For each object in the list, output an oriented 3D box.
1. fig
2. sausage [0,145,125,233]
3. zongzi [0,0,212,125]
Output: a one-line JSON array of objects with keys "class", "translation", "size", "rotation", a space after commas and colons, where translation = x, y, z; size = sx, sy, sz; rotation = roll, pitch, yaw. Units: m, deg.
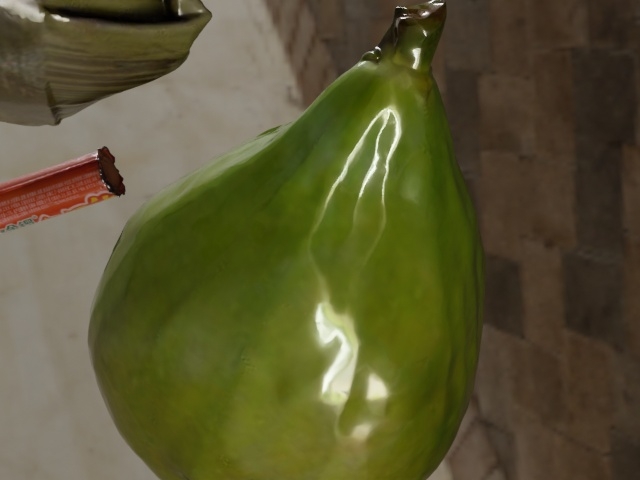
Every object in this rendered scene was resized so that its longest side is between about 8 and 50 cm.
[{"class": "fig", "translation": [-0.025, 0.015, 0.821], "size": [0.233, 0.233, 0.314], "rotation": [-121, 13, -48]}, {"class": "sausage", "translation": [-0.234, -0.034, 1.231], "size": [0.048, 0.145, 0.050], "rotation": [62, -163, -44]}, {"class": "zongzi", "translation": [-0.179, -0.194, 0.498], "size": [0.138, 0.300, 0.286], "rotation": [3, 88, 63]}]
